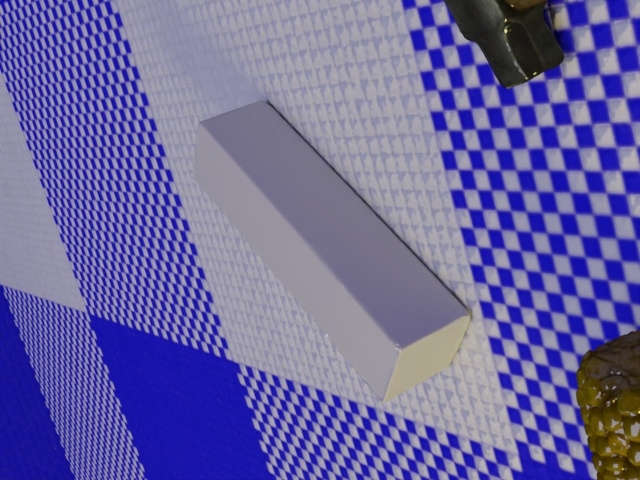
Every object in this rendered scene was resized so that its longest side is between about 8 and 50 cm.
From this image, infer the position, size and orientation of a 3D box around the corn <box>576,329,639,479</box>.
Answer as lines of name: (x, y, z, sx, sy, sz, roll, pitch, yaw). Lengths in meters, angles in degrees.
corn: (0.246, 0.209, 0.630, 0.119, 0.119, 0.322, -23, 92, 61)

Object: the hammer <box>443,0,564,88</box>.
hammer: (0.193, -0.165, 0.510, 0.365, 0.043, 0.111, -9, 114, 57)

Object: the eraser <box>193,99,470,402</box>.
eraser: (0.000, 0.001, 0.911, 0.298, 0.078, 0.076, 48, 146, 28)
